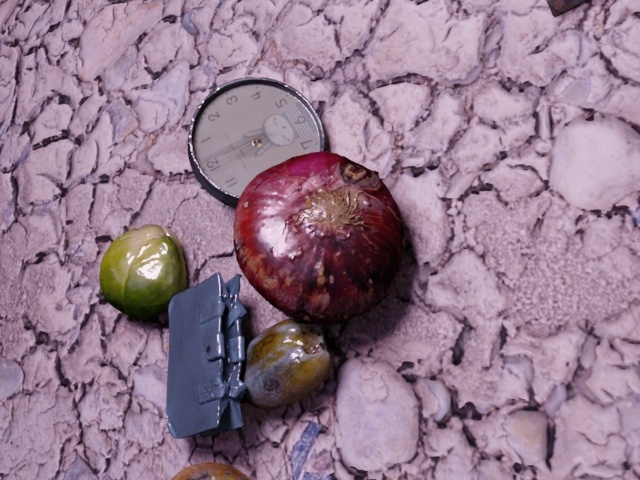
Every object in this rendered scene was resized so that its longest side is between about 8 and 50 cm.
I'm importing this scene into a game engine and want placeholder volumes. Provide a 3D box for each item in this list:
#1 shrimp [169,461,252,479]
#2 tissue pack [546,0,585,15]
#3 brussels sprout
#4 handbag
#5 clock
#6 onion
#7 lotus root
[{"bbox_3d":[-0.119,0.377,1.055,0.219,0.152,0.046,27,106,26],"label":"shrimp"},{"bbox_3d":[0.346,-0.348,1.037,0.083,0.063,0.035,-21,70,22],"label":"tissue pack"},{"bbox_3d":[-0.290,0.052,1.255,0.155,0.117,0.155,-4,64,8],"label":"brussels sprout"},{"bbox_3d":[-0.169,0.174,1.137,0.179,0.062,0.229,-30,57,51],"label":"handbag"},{"bbox_3d":[-0.098,-0.151,1.176,0.215,0.042,0.214,2,74,-7],"label":"clock"},{"bbox_3d":[0.000,0.000,1.063,0.246,0.190,0.246,1,68,-2],"label":"onion"},{"bbox_3d":[-0.065,0.186,1.106,0.192,0.088,0.113,-38,54,31],"label":"lotus root"}]
